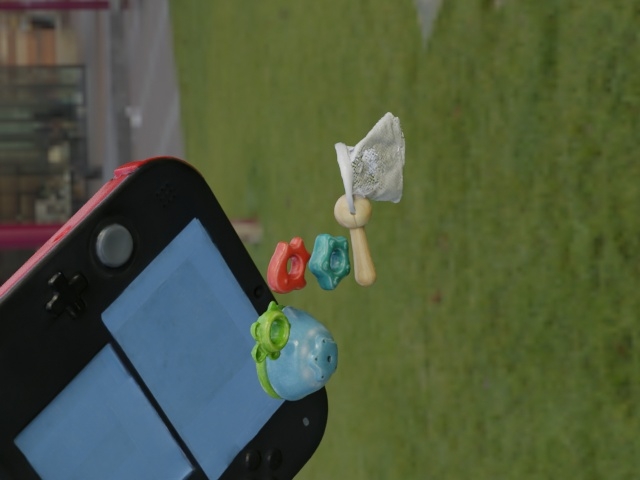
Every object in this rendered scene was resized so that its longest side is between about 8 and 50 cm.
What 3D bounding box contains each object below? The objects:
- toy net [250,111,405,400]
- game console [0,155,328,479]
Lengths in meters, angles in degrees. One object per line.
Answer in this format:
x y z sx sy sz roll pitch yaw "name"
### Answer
0.000 0.000 1.150 0.122 0.045 0.232 42 -120 -47 "toy net"
-0.163 0.150 1.477 0.060 0.342 0.387 3 132 43 "game console"
